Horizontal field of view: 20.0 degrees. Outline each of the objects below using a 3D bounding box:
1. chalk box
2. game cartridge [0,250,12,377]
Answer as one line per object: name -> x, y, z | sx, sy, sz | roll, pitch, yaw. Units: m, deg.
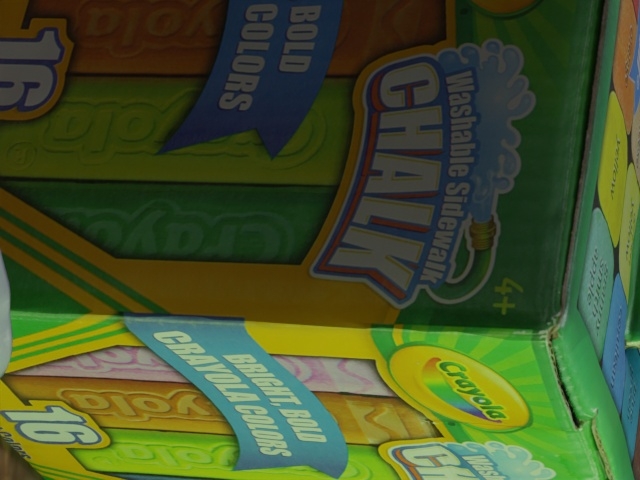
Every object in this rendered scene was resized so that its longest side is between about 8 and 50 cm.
chalk box -> 0.030, -0.009, 0.628 | 0.179, 0.289, 0.180 | 61, 34, -56
game cartridge -> -0.165, -0.065, 0.338 | 0.198, 0.062, 0.297 | -39, 124, -53
